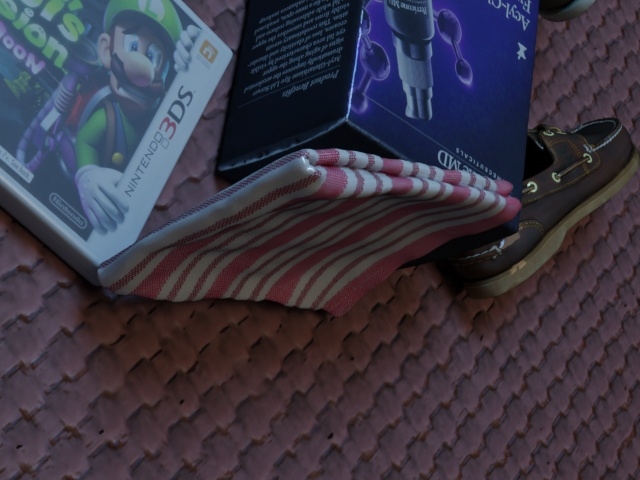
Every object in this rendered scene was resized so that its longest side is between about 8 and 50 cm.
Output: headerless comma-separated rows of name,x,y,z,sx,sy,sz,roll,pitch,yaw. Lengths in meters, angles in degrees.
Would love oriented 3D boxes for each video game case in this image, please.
video game case,-0.142,-0.100,0.789,0.190,0.022,0.173,44,50,-27

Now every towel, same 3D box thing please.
towel,0.000,0.000,0.797,0.197,0.144,0.029,5,61,-52

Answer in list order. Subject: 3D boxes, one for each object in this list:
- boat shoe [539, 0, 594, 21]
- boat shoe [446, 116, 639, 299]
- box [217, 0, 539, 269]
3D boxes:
boat shoe,0.130,-0.298,1.073,0.091,0.109,0.305,11,64,-42
boat shoe,0.149,-0.041,1.028,0.207,0.073,0.073,-40,108,-45
box,0.041,-0.109,0.916,0.153,0.108,0.207,28,58,-37
